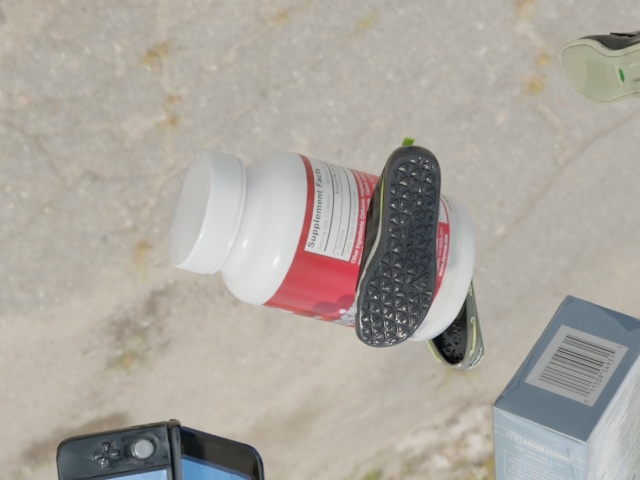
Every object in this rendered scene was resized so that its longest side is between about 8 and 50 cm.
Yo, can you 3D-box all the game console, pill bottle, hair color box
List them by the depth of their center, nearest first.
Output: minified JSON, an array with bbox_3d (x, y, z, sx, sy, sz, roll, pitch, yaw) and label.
[{"bbox_3d":[0.288,0.264,1.449,0.185,0.114,0.374,-48,144,-35],"label":"hair color box"},{"bbox_3d":[-0.207,0.405,1.705,0.250,0.173,0.293,-8,103,-16],"label":"game console"},{"bbox_3d":[0.000,0.000,1.856,0.408,0.229,0.229,14,127,-21],"label":"pill bottle"}]

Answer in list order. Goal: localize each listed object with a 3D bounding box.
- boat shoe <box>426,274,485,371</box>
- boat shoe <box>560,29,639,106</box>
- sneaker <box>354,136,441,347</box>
[{"bbox_3d":[0.200,0.067,2.103,0.109,0.304,0.091,-16,175,14],"label":"boat shoe"},{"bbox_3d":[0.367,-0.207,1.500,0.079,0.233,0.084,-21,105,-21],"label":"boat shoe"},{"bbox_3d":[0.088,0.003,1.421,0.084,0.097,0.234,13,93,-10],"label":"sneaker"}]
